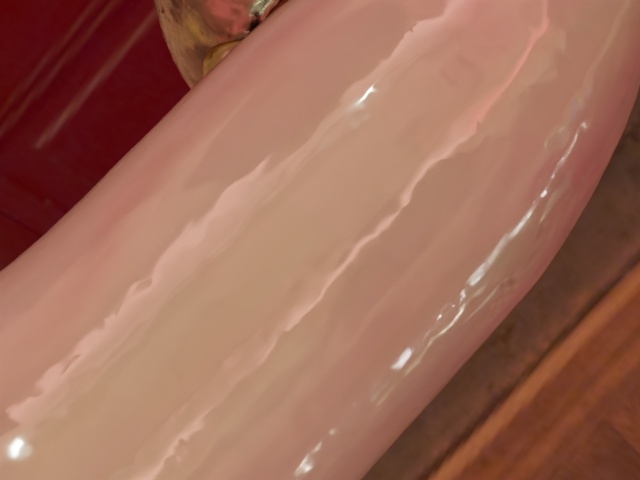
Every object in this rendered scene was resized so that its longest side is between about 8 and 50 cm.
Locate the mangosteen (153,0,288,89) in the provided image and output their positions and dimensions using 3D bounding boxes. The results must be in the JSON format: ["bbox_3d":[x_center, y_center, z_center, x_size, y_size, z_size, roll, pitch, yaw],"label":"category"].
[{"bbox_3d":[0.018,-0.130,0.778,0.228,0.228,0.265,-23,33,25],"label":"mangosteen"}]

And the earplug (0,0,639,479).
[{"bbox_3d":[0.000,0.000,0.538,0.301,0.172,0.172,-46,48,1],"label":"earplug"}]
